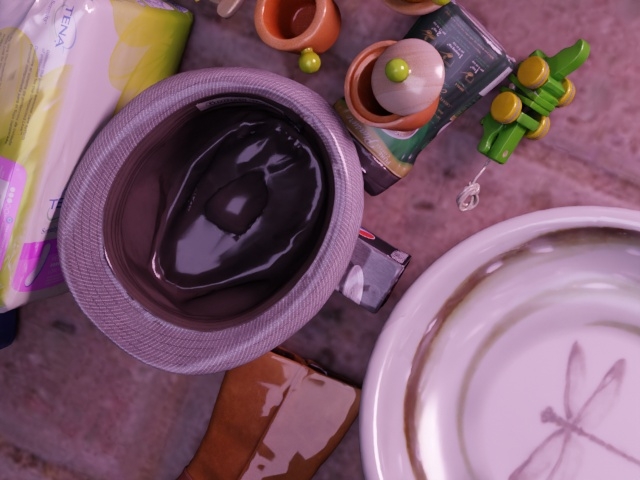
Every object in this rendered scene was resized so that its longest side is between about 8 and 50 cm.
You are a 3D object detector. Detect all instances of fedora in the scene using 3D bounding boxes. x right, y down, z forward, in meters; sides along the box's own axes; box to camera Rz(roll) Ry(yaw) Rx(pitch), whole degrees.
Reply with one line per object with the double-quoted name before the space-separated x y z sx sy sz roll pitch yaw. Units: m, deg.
"fedora" -0.090 -0.021 1.075 0.243 0.124 0.275 36 91 2

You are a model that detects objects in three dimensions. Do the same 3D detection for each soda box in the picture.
"soda box" 0.000 0.000 1.155 0.169 0.053 0.060 32 103 6

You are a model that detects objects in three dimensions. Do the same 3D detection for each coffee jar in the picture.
"coffee jar" 0.084 -0.131 1.104 0.096 0.079 0.184 45 103 -3

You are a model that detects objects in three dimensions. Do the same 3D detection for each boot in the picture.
"boot" -0.022 0.265 1.199 0.264 0.096 0.280 30 96 14

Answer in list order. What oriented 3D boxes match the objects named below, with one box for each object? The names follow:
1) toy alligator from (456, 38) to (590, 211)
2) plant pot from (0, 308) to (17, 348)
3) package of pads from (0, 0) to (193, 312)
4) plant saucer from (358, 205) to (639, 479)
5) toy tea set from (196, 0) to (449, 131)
"toy alligator" 0.174 -0.114 1.106 0.190 0.056 0.051 -53 43 15
"plant pot" -0.432 -0.005 1.159 0.236 0.236 0.212 10 94 11
"package of pads" -0.239 -0.092 1.099 0.101 0.229 0.297 21 101 13
"plant saucer" 0.237 0.170 1.061 0.400 0.100 0.401 -4 69 10
"toy tea set" -0.001 -0.242 1.039 0.336 0.124 0.200 43 102 24
